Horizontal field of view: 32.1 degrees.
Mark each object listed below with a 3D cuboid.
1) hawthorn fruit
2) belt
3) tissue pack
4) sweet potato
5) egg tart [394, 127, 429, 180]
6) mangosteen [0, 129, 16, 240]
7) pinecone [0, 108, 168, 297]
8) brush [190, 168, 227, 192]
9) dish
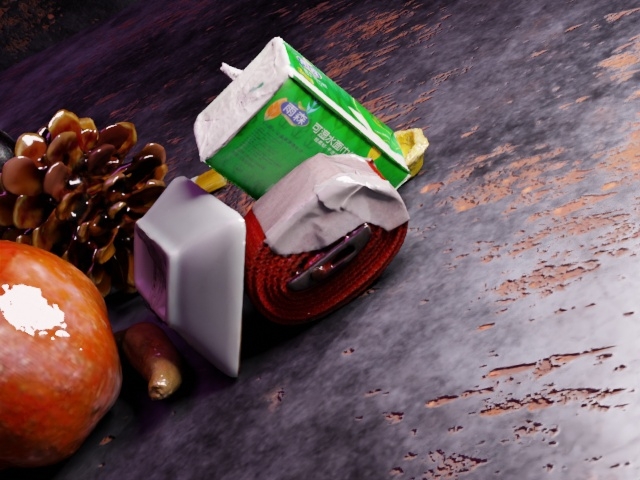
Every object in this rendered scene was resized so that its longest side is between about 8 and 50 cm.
[{"bbox_3d":[-0.354,0.126,1.258,0.284,0.284,0.284,-27,25,14],"label":"hawthorn fruit"},{"bbox_3d":[0.000,0.000,1.204,0.201,0.128,0.124,-41,25,4],"label":"belt"},{"bbox_3d":[-0.026,-0.123,1.303,0.148,0.209,0.156,-42,35,18],"label":"tissue pack"},{"bbox_3d":[-0.205,0.134,1.295,0.078,0.058,0.255,-61,27,-10],"label":"sweet potato"},{"bbox_3d":[0.093,-0.098,1.380,0.105,0.039,0.105,-26,25,14],"label":"egg tart"},{"bbox_3d":[-0.655,-0.082,1.996,0.288,0.288,0.288,-27,25,14],"label":"mangosteen"},{"bbox_3d":[-0.294,-0.039,1.511,0.264,0.264,0.264,-27,25,14],"label":"pinecone"},{"bbox_3d":[-0.287,-0.035,1.732,0.337,0.020,0.085,-24,24,14],"label":"brush"},{"bbox_3d":[-0.159,0.036,1.258,0.080,0.181,0.243,-2,15,-23],"label":"dish"}]
